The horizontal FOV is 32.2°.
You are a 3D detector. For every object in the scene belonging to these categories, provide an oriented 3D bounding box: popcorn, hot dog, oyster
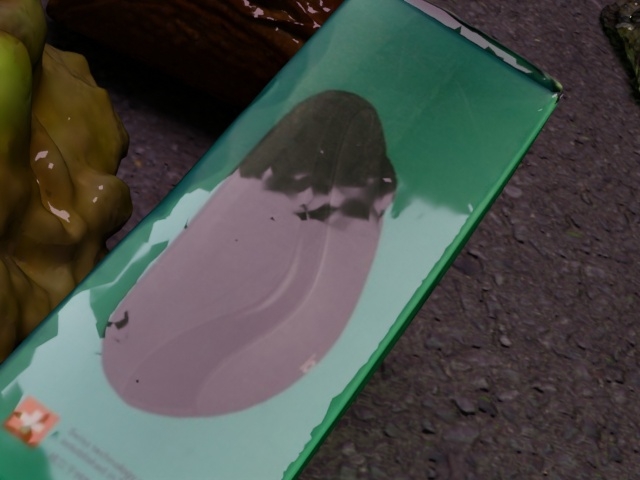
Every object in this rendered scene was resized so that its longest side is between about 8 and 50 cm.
[{"bbox_3d":[-0.216,-0.027,0.554,0.215,0.252,0.286,-7,34,22],"label":"popcorn"},{"bbox_3d":[-0.065,-0.164,0.813,0.272,0.122,0.196,27,18,0],"label":"hot dog"},{"bbox_3d":[0.358,-0.167,1.082,0.199,0.087,0.252,33,31,5],"label":"oyster"}]

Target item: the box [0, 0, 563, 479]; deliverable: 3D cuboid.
[{"bbox_3d":[-0.032,0.045,0.532,0.118,0.205,0.311,36,60,5],"label":"box"}]
